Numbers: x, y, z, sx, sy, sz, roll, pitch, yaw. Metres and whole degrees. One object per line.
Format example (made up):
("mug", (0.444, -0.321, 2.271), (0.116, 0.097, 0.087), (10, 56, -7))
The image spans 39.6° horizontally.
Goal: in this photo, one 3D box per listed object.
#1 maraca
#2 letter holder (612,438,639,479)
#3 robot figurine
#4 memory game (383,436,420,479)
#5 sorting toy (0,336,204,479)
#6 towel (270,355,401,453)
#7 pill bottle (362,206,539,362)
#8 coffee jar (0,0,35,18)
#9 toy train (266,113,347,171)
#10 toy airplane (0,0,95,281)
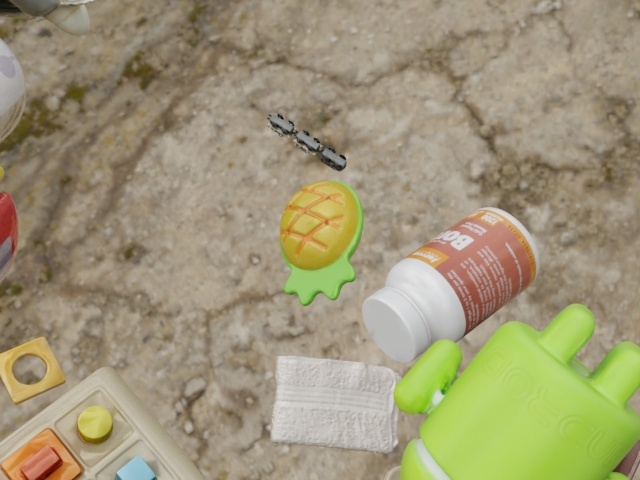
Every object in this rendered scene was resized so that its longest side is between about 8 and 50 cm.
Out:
("maraca", (0.000, 0.000, 1.201), (0.127, 0.099, 0.185), (-15, 57, 27))
("letter holder", (0.414, 0.428, 1.610), (0.214, 0.152, 0.302), (42, 114, 44))
("robot figurine", (0.077, 0.079, 0.348), (0.101, 0.067, 0.115), (38, 99, 11))
("memory game", (0.134, 0.264, 0.803), (0.186, 0.012, 0.186), (8, 65, -18))
("sorting toy", (-0.252, 0.251, 0.969), (0.196, 0.047, 0.347), (-37, 78, -31))
("towel", (0.036, 0.349, 1.885), (0.282, 0.049, 0.187), (8, 77, -15))
("pill bottle", (0.159, 0.056, 1.097), (0.216, 0.121, 0.121), (-32, 48, -28))
("coffee jar", (-0.326, -0.249, 0.818), (0.184, 0.079, 0.096), (-1, 7, -23))
("toy train", (-0.023, -0.162, 1.473), (0.158, 0.036, 0.027), (34, 72, 11))
("toy airplane", (-0.320, -0.131, 0.594), (0.272, 0.384, 0.386), (8, 88, 25))
